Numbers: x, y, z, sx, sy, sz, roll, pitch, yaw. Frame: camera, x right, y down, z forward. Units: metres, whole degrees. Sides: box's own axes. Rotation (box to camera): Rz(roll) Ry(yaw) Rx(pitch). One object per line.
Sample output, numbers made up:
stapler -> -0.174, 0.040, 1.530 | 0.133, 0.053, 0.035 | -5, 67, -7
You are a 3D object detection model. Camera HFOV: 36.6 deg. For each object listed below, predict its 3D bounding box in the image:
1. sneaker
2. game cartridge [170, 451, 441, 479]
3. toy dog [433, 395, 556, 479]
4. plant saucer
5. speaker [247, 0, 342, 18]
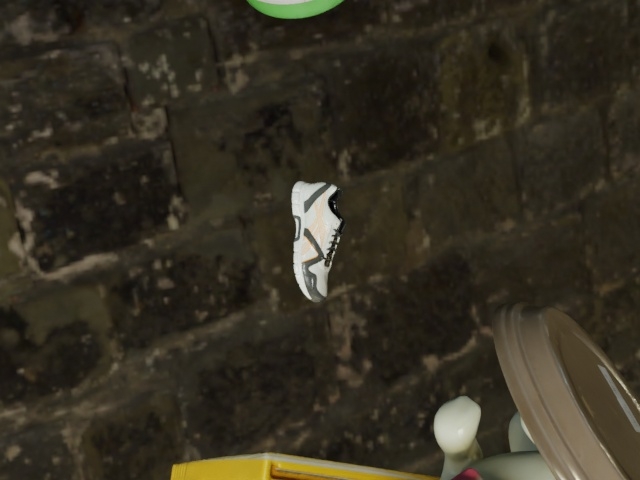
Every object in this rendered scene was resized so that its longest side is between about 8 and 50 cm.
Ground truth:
sneaker -> 0.000, 0.000, 0.844 | 0.043, 0.109, 0.040 | -5, -5, 17
game cartridge -> -0.028, 0.348, 1.367 | 0.285, 0.053, 0.323 | 15, -22, -27
toy dog -> 0.224, 0.349, 1.053 | 0.284, 0.396, 0.407 | 1, -1, 43
plant saucer -> 0.244, 0.165, 0.831 | 0.041, 0.278, 0.278 | -37, 6, 20
speaker -> -0.040, -0.312, 0.723 | 0.131, 0.297, 0.131 | -6, 55, 8
